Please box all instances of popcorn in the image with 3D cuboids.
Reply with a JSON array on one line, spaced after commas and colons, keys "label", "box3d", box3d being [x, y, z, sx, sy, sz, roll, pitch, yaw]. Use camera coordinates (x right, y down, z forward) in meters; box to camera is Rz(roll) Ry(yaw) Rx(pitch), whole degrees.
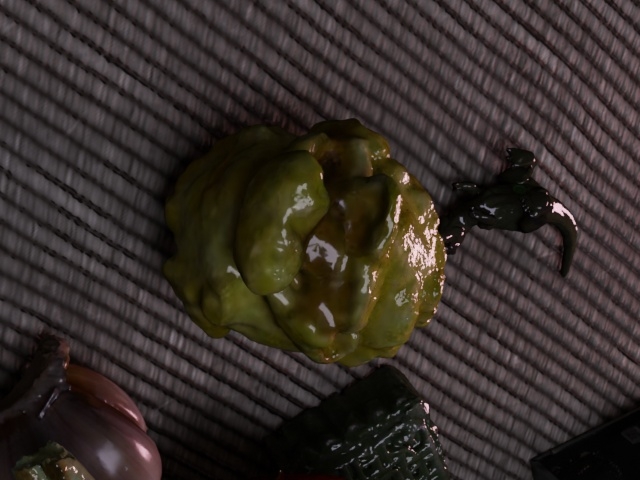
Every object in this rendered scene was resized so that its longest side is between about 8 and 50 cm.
[{"label": "popcorn", "box3d": [0.000, 0.000, 1.240, 0.250, 0.242, 0.234, 8, 105, -32]}]

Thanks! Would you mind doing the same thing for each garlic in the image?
[{"label": "garlic", "box3d": [-0.256, 0.221, 1.253, 0.214, 0.160, 0.191, -39, 117, -10]}]

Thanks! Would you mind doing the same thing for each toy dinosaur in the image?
[{"label": "toy dinosaur", "box3d": [0.190, -0.017, 1.459, 0.187, 0.087, 0.179, -11, 154, -5]}]

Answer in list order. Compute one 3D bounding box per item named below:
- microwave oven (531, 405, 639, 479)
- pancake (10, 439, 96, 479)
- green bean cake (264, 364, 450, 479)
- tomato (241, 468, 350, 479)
[{"label": "microwave oven", "box3d": [0.437, 0.328, 1.636, 0.295, 0.181, 0.237, -23, 121, -16]}, {"label": "pancake", "box3d": [-0.245, 0.332, 1.203, 0.197, 0.054, 0.376, 18, 119, 3]}, {"label": "green bean cake", "box3d": [0.050, 0.251, 1.459, 0.181, 0.094, 0.173, -26, 122, -13]}, {"label": "tomato", "box3d": [-0.039, 0.369, 1.282, 0.304, 0.239, 0.303, -10, 145, -7]}]
